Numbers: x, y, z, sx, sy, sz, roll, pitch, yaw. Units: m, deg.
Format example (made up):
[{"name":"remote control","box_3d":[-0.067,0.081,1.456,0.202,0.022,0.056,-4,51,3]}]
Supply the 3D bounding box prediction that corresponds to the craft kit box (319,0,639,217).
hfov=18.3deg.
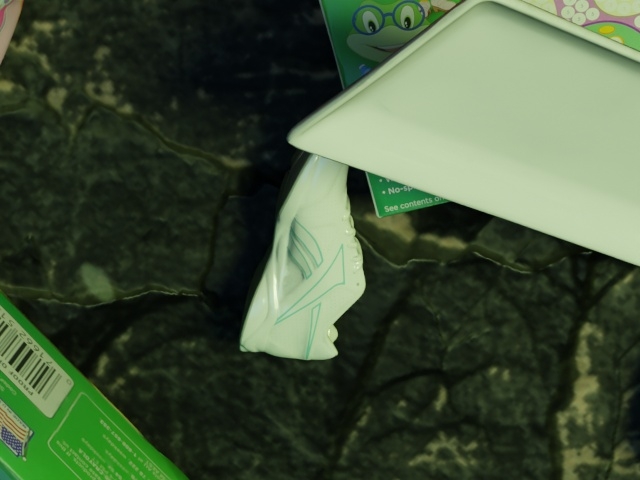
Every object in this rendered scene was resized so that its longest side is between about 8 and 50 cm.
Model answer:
[{"name":"craft kit box","box_3d":[0.119,-0.157,1.037,0.250,0.061,0.246,-13,103,12]}]

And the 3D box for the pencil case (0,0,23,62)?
[{"name":"pencil case","box_3d":[-0.184,-0.199,1.034,0.124,0.124,0.284,24,110,0]}]

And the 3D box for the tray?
[{"name":"tray","box_3d":[0.129,-0.055,0.978,0.270,0.030,0.145,17,143,-35]}]

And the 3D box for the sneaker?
[{"name":"sneaker","box_3d":[0.000,0.000,1.109,0.061,0.054,0.152,15,117,-3]}]

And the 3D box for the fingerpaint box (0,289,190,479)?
[{"name":"fingerpaint box","box_3d":[-0.214,0.284,1.169,0.371,0.163,0.445,-40,98,18]}]
